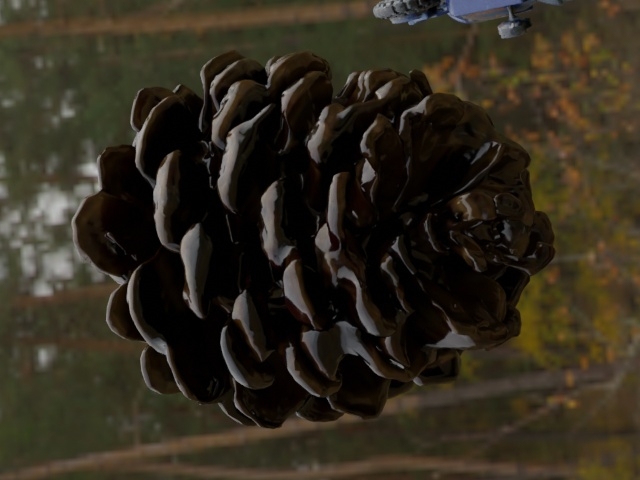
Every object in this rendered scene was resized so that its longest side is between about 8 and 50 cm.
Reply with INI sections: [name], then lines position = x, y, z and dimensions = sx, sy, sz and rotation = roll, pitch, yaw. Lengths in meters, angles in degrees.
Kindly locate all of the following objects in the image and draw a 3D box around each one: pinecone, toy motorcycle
[pinecone]
position = 0.000, 0.000, 0.941
dimensions = 0.224, 0.272, 0.224
rotation = -8, -80, -51
[toy motorcycle]
position = 0.143, -0.200, 1.270
dimensions = 0.114, 0.205, 0.076
rotation = -34, -68, -55
